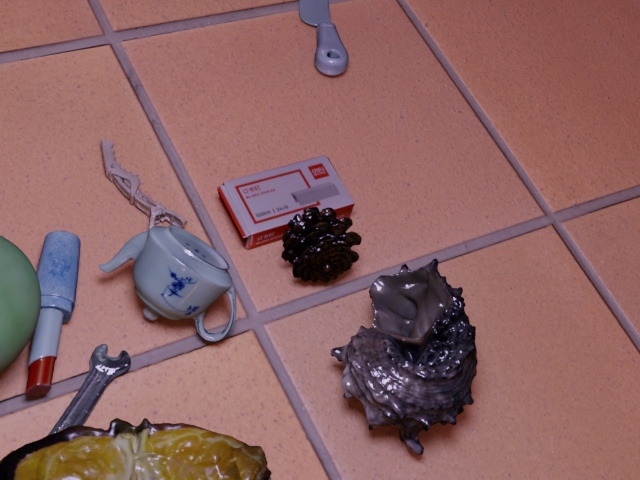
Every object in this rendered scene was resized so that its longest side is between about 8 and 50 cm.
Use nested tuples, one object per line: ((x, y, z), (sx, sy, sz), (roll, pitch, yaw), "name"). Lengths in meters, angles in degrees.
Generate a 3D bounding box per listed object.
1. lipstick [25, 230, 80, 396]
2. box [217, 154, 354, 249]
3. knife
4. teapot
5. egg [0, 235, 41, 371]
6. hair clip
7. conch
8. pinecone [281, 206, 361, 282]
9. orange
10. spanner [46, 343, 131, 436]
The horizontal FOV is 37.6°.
((-0.416, 0.113, 1.450), (0.068, 0.061, 0.274), (9, 54, -14), "lipstick")
((-0.064, -0.070, 1.691), (0.229, 0.050, 0.123), (-17, 63, -26), "box")
((-0.003, -0.470, 1.996), (0.080, 0.044, 0.331), (-3, 52, -11), "knife")
((-0.232, 0.070, 1.501), (0.232, 0.159, 0.159), (36, 53, -4), "teapot")
((-0.524, 0.104, 1.325), (0.220, 0.220, 0.269), (36, 61, 9), "egg")
((-0.331, -0.088, 1.632), (0.072, 0.034, 0.226), (-34, 71, -32), "hair clip")
((0.139, 0.180, 1.523), (0.241, 0.186, 0.313), (12, 73, -1), "conch")
((-0.001, 0.001, 1.610), (0.140, 0.140, 0.120), (-6, 44, -21), "pinecone")
((-0.248, 0.386, 1.218), (0.369, 0.210, 0.271), (2, 33, -17), "orange")
((-0.373, 0.275, 1.382), (0.071, 0.017, 0.302), (26, 54, 1), "spanner")
